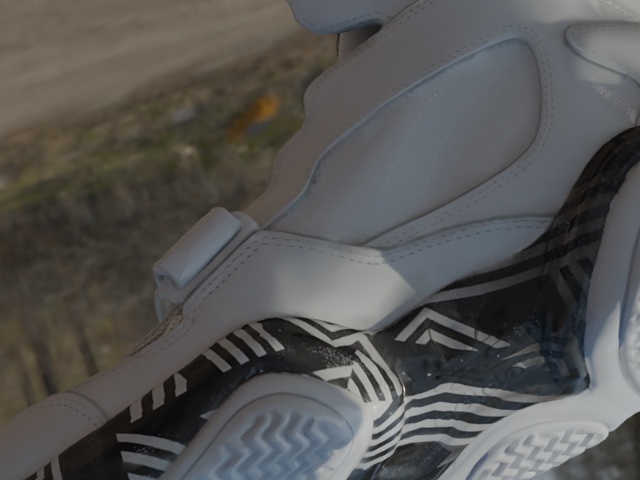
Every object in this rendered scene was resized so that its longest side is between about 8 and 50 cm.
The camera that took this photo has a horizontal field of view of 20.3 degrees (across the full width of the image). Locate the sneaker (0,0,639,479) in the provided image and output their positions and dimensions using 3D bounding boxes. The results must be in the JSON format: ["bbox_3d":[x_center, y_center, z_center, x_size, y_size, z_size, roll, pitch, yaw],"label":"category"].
[{"bbox_3d":[0.000,0.000,0.679,0.366,0.210,0.137,-23,148,-10],"label":"sneaker"}]
